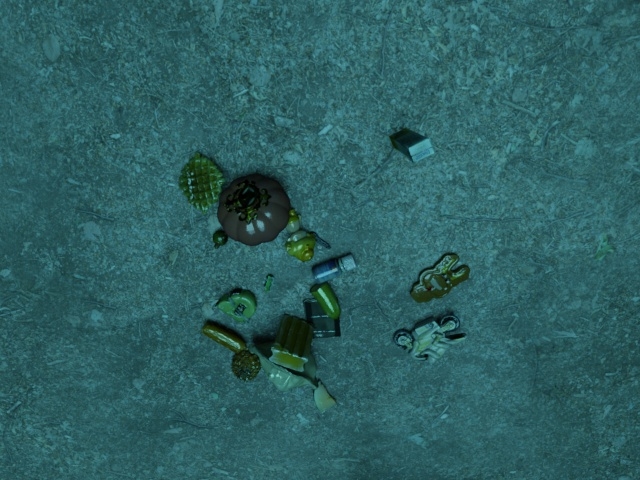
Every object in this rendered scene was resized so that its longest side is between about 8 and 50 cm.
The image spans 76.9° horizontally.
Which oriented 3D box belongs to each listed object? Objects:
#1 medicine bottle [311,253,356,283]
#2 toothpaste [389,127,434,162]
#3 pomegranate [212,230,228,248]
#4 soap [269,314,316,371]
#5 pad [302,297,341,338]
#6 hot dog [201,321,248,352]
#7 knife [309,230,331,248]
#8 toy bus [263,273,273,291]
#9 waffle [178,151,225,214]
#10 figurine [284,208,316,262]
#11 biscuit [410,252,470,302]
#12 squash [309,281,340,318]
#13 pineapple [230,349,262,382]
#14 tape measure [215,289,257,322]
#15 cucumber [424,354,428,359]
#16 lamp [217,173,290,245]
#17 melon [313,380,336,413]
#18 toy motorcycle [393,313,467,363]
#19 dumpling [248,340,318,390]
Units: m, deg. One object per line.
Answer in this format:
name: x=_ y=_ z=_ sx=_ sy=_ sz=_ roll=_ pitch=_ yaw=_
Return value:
medicine bottle: x=0.064 y=0.129 z=1.854 sx=0.203 sy=0.083 sz=0.084 roll=-21 pitch=111 yaw=5
toothpaste: x=0.342 y=-0.372 z=1.543 sx=0.089 sy=0.313 sz=0.071 roll=-25 pitch=111 yaw=7
pomegranate: x=-0.444 y=-0.006 z=1.780 sx=0.073 sy=0.085 sz=0.073 roll=-1 pitch=122 yaw=-1
soap: x=-0.125 y=0.468 z=1.867 sx=0.173 sy=0.274 sz=0.089 roll=20 pitch=112 yaw=-1
pad: x=0.008 y=0.385 z=1.985 sx=0.174 sy=0.022 sz=0.233 roll=-5 pitch=112 yaw=0
hot dog: x=-0.464 y=0.474 z=1.976 sx=0.249 sy=0.076 sz=0.102 roll=34 pitch=143 yaw=-13
knife: x=0.000 y=0.000 z=1.836 sx=0.121 sy=0.018 sz=0.031 roll=34 pitch=108 yaw=-16
toy bus: x=-0.244 y=0.200 z=1.899 sx=0.037 sy=0.031 sz=0.083 roll=13 pitch=111 yaw=-15
waffle: x=-0.496 y=-0.238 z=1.672 sx=0.214 sy=0.054 sz=0.208 roll=42 pitch=114 yaw=13
figurine: x=-0.103 y=-0.016 z=1.776 sx=0.156 sy=0.131 sz=0.247 roll=-22 pitch=98 yaw=-27
biscuit: x=0.562 y=0.192 z=1.920 sx=0.186 sy=0.044 sz=0.295 roll=43 pitch=104 yaw=-14
squash: x=0.038 y=0.286 z=1.893 sx=0.095 sy=0.095 sz=0.188 roll=-32 pitch=100 yaw=10
pineapple: x=-0.370 y=0.641 z=2.010 sx=0.161 sy=0.137 sz=0.176 roll=28 pitch=109 yaw=-12
tape measure: x=-0.380 y=0.308 z=1.906 sx=0.177 sy=0.087 sz=0.154 roll=40 pitch=104 yaw=-18
cucumber: x=0.542 y=0.594 z=2.075 sx=0.105 sy=0.048 sz=0.048 roll=-14 pitch=111 yaw=6
lamp: x=-0.268 y=-0.119 z=1.662 sx=0.305 sy=0.240 sz=0.306 roll=-2 pitch=71 yaw=6
melon: x=0.002 y=0.828 z=2.145 sx=0.097 sy=0.054 sz=0.182 roll=-32 pitch=110 yaw=4
toy motorcycle: x=0.549 y=0.500 z=1.999 sx=0.340 sy=0.108 sz=0.223 roll=-26 pitch=95 yaw=15
dumpling: x=-0.165 y=0.584 z=1.908 sx=0.394 sy=0.315 sz=0.233 roll=32 pitch=74 yaw=2
